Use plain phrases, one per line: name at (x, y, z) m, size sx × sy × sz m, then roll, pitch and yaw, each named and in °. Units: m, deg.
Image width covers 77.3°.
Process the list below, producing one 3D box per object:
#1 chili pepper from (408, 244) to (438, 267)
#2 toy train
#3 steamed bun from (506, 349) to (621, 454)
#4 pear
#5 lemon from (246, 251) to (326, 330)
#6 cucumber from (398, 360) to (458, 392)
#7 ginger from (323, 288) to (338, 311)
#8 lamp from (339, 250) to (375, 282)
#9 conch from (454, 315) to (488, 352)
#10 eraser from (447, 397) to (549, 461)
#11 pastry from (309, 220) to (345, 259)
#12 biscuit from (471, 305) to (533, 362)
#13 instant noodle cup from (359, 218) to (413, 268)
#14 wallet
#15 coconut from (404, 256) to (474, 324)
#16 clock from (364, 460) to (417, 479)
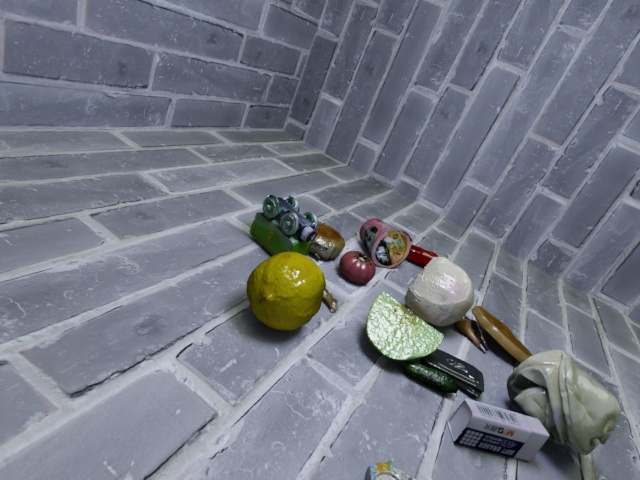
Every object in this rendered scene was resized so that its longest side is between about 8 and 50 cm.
chili pepper at (0.568, 0.085, 2.322) m, size 0.388 × 0.110 × 0.110 m, roll 26°, pitch 25°, yaw 4°
toy train at (-0.163, -0.056, 1.806) m, size 0.307 × 0.248 × 0.173 m, roll 39°, pitch 27°, yaw 29°
steamed bun at (0.797, 0.572, 1.394) m, size 0.238 × 0.394 × 0.346 m, roll -17°, pitch 81°, yaw -8°
pear at (0.277, 0.367, 1.504) m, size 0.288 × 0.139 × 0.239 m, roll 37°, pitch 43°, yaw 17°
lemon at (-0.113, 0.171, 1.401) m, size 0.268 × 0.268 × 0.322 m, roll 33°, pitch 27°, yaw 19°
cucumber at (0.386, 0.486, 1.432) m, size 0.228 × 0.069 × 0.069 m, roll 23°, pitch 25°, yaw 4°
ginger at (0.030, 0.237, 1.645) m, size 0.137 × 0.044 × 0.057 m, roll 48°, pitch 5°, yaw 31°
lamp at (0.179, 0.117, 1.890) m, size 0.182 × 0.140 × 0.182 m, roll 23°, pitch 23°, yaw -10°
conch at (0.683, 0.402, 1.834) m, size 0.233 × 0.086 × 0.080 m, roll 43°, pitch 6°, yaw 23°
eraser at (0.566, 0.606, 1.278) m, size 0.287 × 0.130 × 0.086 m, roll 18°, pitch 22°, yaw -9°
pastry at (0.004, 0.000, 2.000) m, size 0.236 × 0.120 × 0.257 m, roll 30°, pitch 23°, yaw 4°
biscuit at (0.843, 0.437, 1.871) m, size 0.344 × 0.057 × 0.287 m, roll 44°, pitch 17°, yaw 12°
instant noodle cup at (0.335, -0.004, 2.192) m, size 0.244 × 0.243 × 0.255 m, roll 10°, pitch 21°, yaw -26°
wallet at (0.513, 0.493, 1.551) m, size 0.245 × 0.052 × 0.169 m, roll 28°, pitch 22°, yaw 16°
coconut at (0.545, 0.241, 1.782) m, size 0.255 × 0.297 × 0.297 m, roll 39°, pitch 29°, yaw 26°
clock at (0.176, 0.623, 0.940) m, size 0.144 × 0.103 × 0.231 m, roll 15°, pitch 24°, yaw 2°
